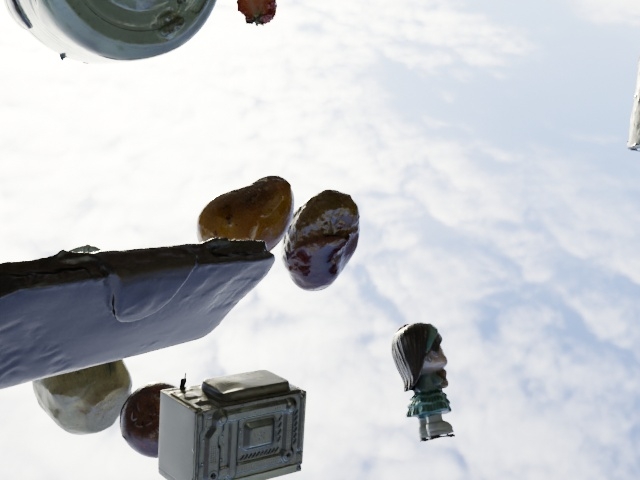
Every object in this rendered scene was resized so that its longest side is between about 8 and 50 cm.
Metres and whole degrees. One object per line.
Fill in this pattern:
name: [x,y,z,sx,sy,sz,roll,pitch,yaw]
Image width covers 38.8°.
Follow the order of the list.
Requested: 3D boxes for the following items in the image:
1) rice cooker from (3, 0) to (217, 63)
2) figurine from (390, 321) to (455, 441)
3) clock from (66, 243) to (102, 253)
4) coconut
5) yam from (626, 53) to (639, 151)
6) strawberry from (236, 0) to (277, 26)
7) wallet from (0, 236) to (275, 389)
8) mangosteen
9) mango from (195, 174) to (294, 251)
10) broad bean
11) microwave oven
rice cooker: [-0.235,-0.308,1.006,0.226,0.226,0.244,-8,-169,-25]
figurine: [0.207,0.287,1.869,0.110,0.138,0.246,-2,-105,-28]
clock: [-0.528,0.119,1.920,0.236,0.053,0.237,-19,-132,22]
coconut: [-0.516,0.305,1.973,0.224,0.224,0.224,6,-148,-4]
yam: [0.549,-0.277,1.338,0.167,0.305,0.168,7,-174,-1]
strawberry: [-0.153,-0.585,2.202,0.103,0.152,0.048,-11,168,20]
wallet: [-0.180,0.064,0.785,0.309,0.165,0.042,-7,-120,-50]
mangosteen: [-0.310,0.366,1.788,0.155,0.181,0.146,8,-129,17]
mango: [-0.093,-0.028,1.242,0.159,0.105,0.084,-30,-169,-22]
broad bean: [0.002,0.002,1.816,0.156,0.229,0.122,12,-143,-19]
microwave oven: [-0.159,0.345,1.671,0.240,0.194,0.145,-3,-165,-38]
